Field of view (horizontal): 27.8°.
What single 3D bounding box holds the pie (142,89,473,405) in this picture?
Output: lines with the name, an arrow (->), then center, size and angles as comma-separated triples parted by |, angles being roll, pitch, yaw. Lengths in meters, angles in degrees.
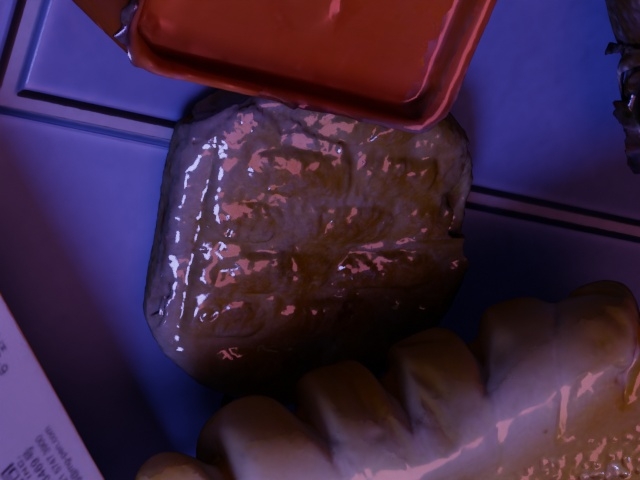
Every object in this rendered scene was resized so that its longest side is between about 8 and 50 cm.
pie -> 0.000, 0.000, 0.669 | 0.195, 0.046, 0.195 | -10, 122, -17

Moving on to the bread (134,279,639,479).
bread -> 0.067, 0.126, 0.667 | 0.311, 0.121, 0.173 | -18, 110, -12

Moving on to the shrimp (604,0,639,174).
shrimp -> 0.231, -0.082, 0.675 | 0.116, 0.145, 0.343 | -62, 145, -27

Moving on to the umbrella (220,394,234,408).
umbrella -> 0.051, 0.138, 0.778 | 0.269, 0.044, 0.044 | 20, 139, -32

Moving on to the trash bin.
trash bin -> -0.026, -0.153, 0.445 | 0.161, 0.238, 0.184 | 10, 113, -29

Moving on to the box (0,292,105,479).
box -> -0.205, 0.137, 0.564 | 0.221, 0.091, 0.274 | -42, 126, -34
